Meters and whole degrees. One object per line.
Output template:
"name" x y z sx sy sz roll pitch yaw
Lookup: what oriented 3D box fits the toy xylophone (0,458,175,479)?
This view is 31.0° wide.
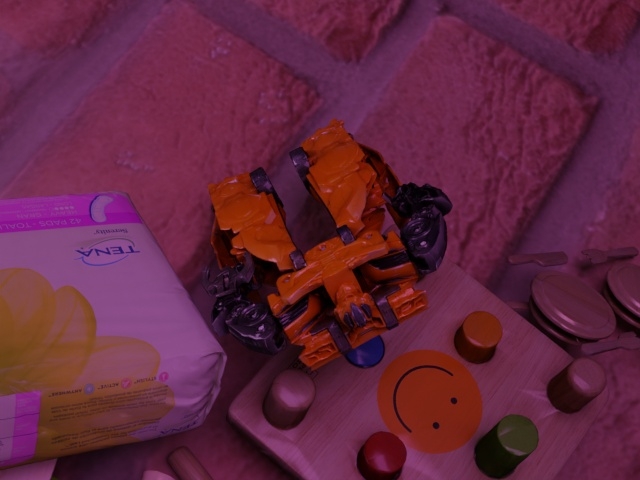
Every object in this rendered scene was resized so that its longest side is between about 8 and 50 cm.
"toy xylophone" -0.256 0.247 0.894 0.236 0.081 0.323 23 61 0

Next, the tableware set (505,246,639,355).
"tableware set" 0.272 0.066 1.106 0.194 0.039 0.128 -3 45 -37

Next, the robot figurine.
"robot figurine" 0.000 0.000 0.969 0.211 0.085 0.291 -28 31 1

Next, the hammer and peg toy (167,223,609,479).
"hammer and peg toy" 0.053 0.172 0.975 0.266 0.127 0.361 40 62 8

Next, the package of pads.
"package of pads" -0.246 0.068 0.902 0.296 0.101 0.229 -7 42 -31
